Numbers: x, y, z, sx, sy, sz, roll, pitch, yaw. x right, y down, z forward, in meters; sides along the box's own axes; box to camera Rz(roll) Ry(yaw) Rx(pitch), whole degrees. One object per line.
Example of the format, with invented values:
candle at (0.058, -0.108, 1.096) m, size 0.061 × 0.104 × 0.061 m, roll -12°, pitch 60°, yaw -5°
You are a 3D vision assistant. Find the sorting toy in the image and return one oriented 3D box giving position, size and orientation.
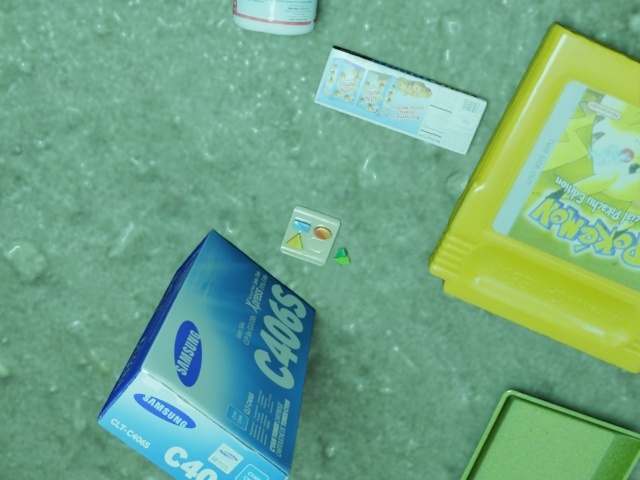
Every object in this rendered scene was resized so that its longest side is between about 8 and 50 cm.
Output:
sorting toy at (0.000, 0.000, 1.074) m, size 0.083 × 0.012 × 0.062 m, roll 19°, pitch 111°, yaw -3°

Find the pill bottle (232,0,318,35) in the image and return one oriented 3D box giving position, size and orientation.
pill bottle at (-0.040, -0.293, 0.921) m, size 0.087 × 0.087 × 0.160 m, roll 7°, pitch 112°, yaw 2°

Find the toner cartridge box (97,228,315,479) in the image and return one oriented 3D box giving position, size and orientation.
toner cartridge box at (-0.099, 0.120, 0.949) m, size 0.165 × 0.348 × 0.075 m, roll 37°, pitch 108°, yaw -11°

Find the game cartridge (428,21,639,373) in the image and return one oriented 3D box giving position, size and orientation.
game cartridge at (0.309, -0.036, 1.015) m, size 0.285 × 0.053 × 0.324 m, roll 23°, pitch 111°, yaw -4°

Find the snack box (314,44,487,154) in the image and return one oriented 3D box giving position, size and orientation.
snack box at (0.087, -0.153, 1.001) m, size 0.178 × 0.022 × 0.064 m, roll 19°, pitch 113°, yaw -3°

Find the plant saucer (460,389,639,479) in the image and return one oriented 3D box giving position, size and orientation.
plant saucer at (0.279, 0.280, 1.145) m, size 0.188 × 0.045 × 0.188 m, roll 19°, pitch 111°, yaw -3°
